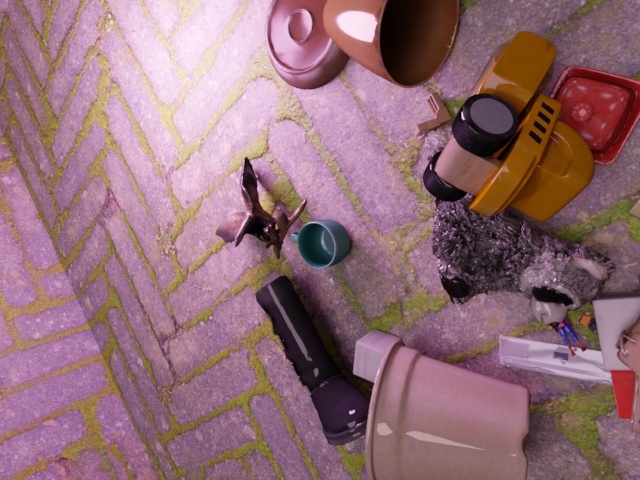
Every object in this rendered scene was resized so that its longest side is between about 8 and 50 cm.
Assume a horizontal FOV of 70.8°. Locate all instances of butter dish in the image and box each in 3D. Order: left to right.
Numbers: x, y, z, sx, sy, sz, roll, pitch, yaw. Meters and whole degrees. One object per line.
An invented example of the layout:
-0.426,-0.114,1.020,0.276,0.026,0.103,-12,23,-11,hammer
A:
0.487,-0.233,0.829,0.160,0.118,0.160,30,115,28,butter dish

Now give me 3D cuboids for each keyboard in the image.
0.521,0.259,0.976,0.256,0.014,0.072,2,96,36,keyboard

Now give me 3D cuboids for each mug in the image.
0.007,-0.003,1.243,0.158,0.097,0.129,48,124,20,mug

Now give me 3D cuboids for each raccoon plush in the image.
0.384,-0.050,0.903,0.299,0.216,0.446,-13,91,30,raccoon plush

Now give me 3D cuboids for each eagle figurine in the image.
-0.199,-0.078,1.315,0.298,0.226,0.225,40,161,31,eagle figurine

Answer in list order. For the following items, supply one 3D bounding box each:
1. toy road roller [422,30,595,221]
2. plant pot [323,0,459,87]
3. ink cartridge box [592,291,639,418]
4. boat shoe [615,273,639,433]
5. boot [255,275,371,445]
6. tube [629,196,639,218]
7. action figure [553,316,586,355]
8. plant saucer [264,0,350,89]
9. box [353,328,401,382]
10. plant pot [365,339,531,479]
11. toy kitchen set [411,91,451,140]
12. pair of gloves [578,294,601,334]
0.361,-0.183,0.820,0.241,0.329,0.202,31,154,7,toy road roller
0.128,-0.482,0.996,0.254,0.237,0.237,35,119,43,plant pot
0.679,0.217,0.806,0.296,0.066,0.261,-11,91,35,ink cartridge box
0.567,0.197,0.777,0.098,0.109,0.302,-7,98,34,boat shoe
-0.022,0.296,1.219,0.445,0.146,0.367,65,161,9,boot
0.669,-0.011,0.774,0.240,0.070,0.062,39,130,28,tube
0.513,0.184,0.954,0.038,0.030,0.115,-36,73,30,action figure
-0.041,-0.564,1.194,0.311,0.050,0.310,9,106,34,plant saucer
0.152,0.308,1.200,0.087,0.101,0.102,14,109,33,box
0.298,0.413,1.009,0.305,0.334,0.333,4,102,24,plant pot
0.238,-0.281,1.038,0.075,0.083,0.068,65,168,7,toy kitchen set
0.575,0.154,0.913,0.074,0.010,0.083,26,115,29,pair of gloves
